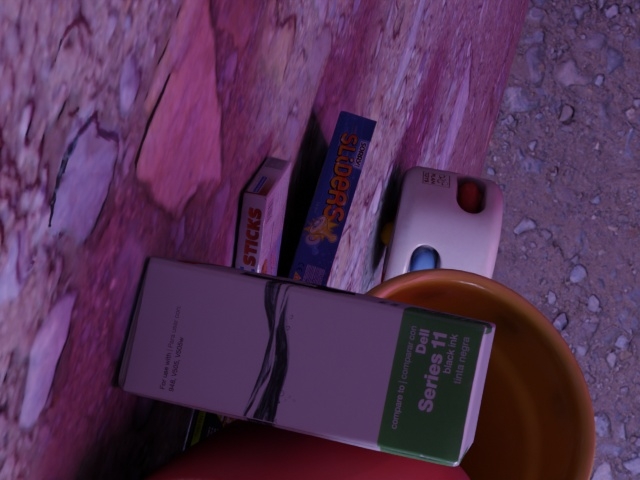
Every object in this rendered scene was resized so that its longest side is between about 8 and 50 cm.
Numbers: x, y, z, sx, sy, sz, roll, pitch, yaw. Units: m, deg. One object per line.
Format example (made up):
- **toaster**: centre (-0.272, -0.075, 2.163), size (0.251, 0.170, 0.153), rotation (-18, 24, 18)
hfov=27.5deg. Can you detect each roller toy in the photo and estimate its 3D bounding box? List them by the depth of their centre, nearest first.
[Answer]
- **roller toy**: centre (0.152, 0.000, 1.718), size (0.191, 0.146, 0.209), rotation (101, 0, -77)

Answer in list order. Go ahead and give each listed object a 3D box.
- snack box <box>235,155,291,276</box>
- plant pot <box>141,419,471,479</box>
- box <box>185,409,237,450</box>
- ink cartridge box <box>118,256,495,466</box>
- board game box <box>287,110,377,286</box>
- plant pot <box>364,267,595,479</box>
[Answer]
- **snack box**: centre (-0.050, 0.027, 1.014), size (0.064, 0.022, 0.178), rotation (-63, 165, -57)
- **plant pot**: centre (-0.034, 0.239, 0.831), size (0.243, 0.275, 0.275), rotation (16, 90, -70)
- **box**: centre (-0.023, 0.220, 0.993), size (0.045, 0.184, 0.190), rotation (-1, 105, -77)
- **ink cartridge box**: centre (-0.002, 0.072, 0.823), size (0.153, 0.208, 0.086), rotation (16, 85, -80)
- **board game box**: centre (0.000, 0.000, 1.151), size (0.136, 0.035, 0.201), rotation (107, 0, -79)
- **plant pot**: centre (0.076, 0.183, 1.174), size (0.239, 0.254, 0.254), rotation (-46, -161, 56)
